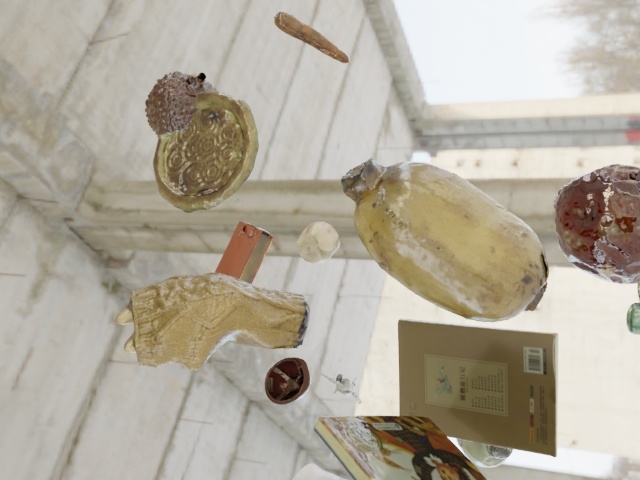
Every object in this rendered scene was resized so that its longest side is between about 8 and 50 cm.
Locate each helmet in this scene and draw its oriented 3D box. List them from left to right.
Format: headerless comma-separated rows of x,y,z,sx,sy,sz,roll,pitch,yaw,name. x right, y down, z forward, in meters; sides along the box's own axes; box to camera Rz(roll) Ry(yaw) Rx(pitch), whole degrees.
-0.049,0.277,1.486,0.057,0.111,0.089,29,-132,-47,helmet

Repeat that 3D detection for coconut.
0.000,0.000,2.067,0.124,0.110,0.110,-55,-40,-40,coconut

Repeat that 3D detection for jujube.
0.702,-0.038,1.751,0.376,0.276,0.277,-4,-84,-35,jujube

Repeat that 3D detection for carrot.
-0.014,-0.377,1.423,0.036,0.165,0.036,-57,14,23,carrot

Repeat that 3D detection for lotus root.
0.148,-0.005,0.950,0.146,0.284,0.160,-56,-4,23,lotus root

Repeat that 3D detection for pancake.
-0.207,-0.158,1.370,0.235,0.212,0.029,-49,-27,12,pancake

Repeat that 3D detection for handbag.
-0.214,0.048,2.085,0.062,0.127,0.190,29,-93,-38,handbag

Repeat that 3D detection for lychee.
-0.345,-0.342,1.956,0.238,0.200,0.200,-53,1,39,lychee

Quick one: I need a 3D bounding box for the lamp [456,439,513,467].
0.336,0.417,1.580,0.250,0.101,0.101,129,148,-78,lamp

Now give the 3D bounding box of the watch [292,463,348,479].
-0.025,0.669,1.902,0.244,0.196,0.231,-11,-68,-61,watch

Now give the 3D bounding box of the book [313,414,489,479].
0.208,0.415,1.147,0.300,0.428,0.039,15,-69,-47,book

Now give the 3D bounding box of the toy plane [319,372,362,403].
0.077,0.463,2.416,0.066,0.162,0.171,-57,8,-22,toy plane

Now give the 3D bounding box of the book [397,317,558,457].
0.279,0.261,1.392,0.021,0.310,0.217,-7,-83,-54,book

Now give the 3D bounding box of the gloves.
-0.199,0.138,1.425,0.203,0.356,0.155,-143,50,-70,gloves

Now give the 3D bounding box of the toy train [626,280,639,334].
0.653,0.091,1.214,0.150,0.304,0.222,42,-124,-57,toy train
